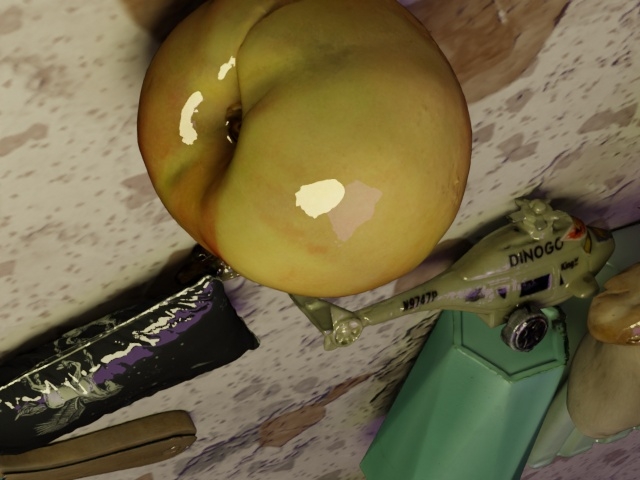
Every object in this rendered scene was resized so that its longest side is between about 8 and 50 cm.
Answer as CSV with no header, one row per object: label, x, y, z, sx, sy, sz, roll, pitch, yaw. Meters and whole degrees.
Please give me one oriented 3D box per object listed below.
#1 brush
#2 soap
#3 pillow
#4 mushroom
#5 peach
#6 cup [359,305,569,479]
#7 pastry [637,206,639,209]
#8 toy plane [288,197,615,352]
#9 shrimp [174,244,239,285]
brush,-0.224,0.189,1.367,0.327,0.065,0.070,-10,148,-39
soap,0.278,0.090,1.681,0.173,0.095,0.289,-16,153,-25
pillow,-0.148,0.090,1.249,0.208,0.055,0.141,-25,159,1
mushroom,0.247,0.090,1.464,0.097,0.088,0.212,-5,151,0
peach,-0.004,-0.056,0.976,0.184,0.184,0.184,-24,156,-11
cup,0.135,0.147,1.587,0.148,0.134,0.235,8,141,-11
pastry,0.356,-0.063,1.313,0.275,0.275,0.193,-33,120,9
toy plane,0.110,0.032,1.399,0.286,0.092,0.108,-18,133,-24
shrimp,-0.002,-0.003,1.266,0.195,0.035,0.148,-30,159,0
